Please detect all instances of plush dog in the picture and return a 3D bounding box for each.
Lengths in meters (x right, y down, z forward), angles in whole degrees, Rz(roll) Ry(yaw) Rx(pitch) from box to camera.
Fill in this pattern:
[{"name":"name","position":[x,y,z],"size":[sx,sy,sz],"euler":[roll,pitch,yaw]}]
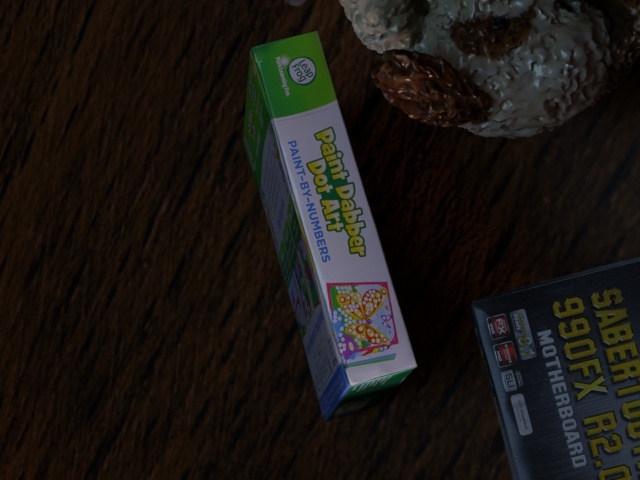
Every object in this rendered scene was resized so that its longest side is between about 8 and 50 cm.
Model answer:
[{"name":"plush dog","position":[0.106,-0.161,1.153],"size":[0.225,0.262,0.210],"euler":[58,159,33]}]

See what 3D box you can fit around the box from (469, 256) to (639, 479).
[{"name":"box","position":[0.214,0.130,1.096],"size":[0.183,0.056,0.231],"euler":[-14,82,1]}]

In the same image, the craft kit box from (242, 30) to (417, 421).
[{"name":"craft kit box","position":[0.000,0.000,1.238],"size":[0.250,0.061,0.246],"euler":[110,141,-78]}]
